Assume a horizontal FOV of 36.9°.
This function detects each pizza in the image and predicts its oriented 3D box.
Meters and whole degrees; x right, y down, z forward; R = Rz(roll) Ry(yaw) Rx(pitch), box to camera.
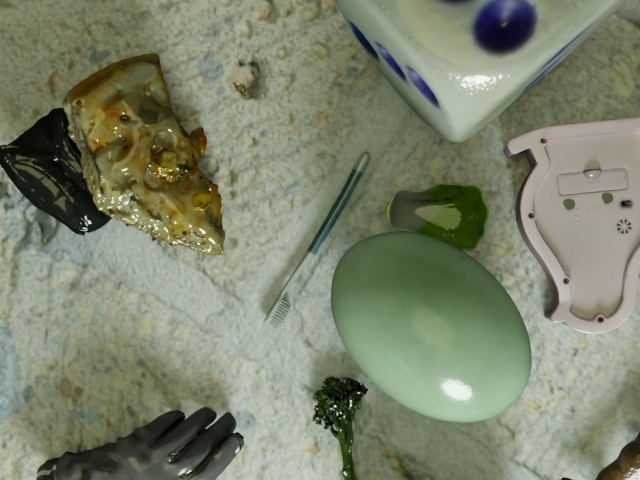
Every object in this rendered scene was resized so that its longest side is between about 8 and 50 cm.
[{"bbox_3d":[-0.223,-0.101,1.283,0.189,0.071,0.297,-26,95,-39],"label":"pizza"}]

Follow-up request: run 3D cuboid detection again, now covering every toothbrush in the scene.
[{"bbox_3d":[0.000,0.000,1.319,0.025,0.019,0.275,30,90,-1],"label":"toothbrush"}]

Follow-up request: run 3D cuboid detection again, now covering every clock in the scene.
[{"bbox_3d":[0.406,-0.026,1.263,0.290,0.080,0.275,-9,88,5],"label":"clock"}]

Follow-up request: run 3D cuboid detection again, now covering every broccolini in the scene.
[{"bbox_3d":[0.035,0.309,1.290,0.071,0.058,0.254,-12,82,46],"label":"broccolini"}]

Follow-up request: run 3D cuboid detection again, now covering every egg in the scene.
[{"bbox_3d":[0.138,0.107,1.214,0.283,0.203,0.203,39,91,10],"label":"egg"}]

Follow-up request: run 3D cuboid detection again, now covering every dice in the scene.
[{"bbox_3d":[0.199,-0.318,1.176,0.304,0.304,0.277,-39,85,1],"label":"dice"}]

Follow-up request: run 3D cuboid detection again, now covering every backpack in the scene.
[{"bbox_3d":[-0.348,-0.085,1.305,0.120,0.106,0.165,-40,103,-20],"label":"backpack"}]

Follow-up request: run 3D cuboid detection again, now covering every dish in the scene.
[{"bbox_3d":[0.157,-0.035,1.301,0.137,0.039,0.091,8,93,5],"label":"dish"}]

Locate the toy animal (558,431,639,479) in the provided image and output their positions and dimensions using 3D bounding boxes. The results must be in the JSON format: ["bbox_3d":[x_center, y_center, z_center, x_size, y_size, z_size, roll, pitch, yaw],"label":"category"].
[{"bbox_3d":[0.430,0.305,1.238,0.244,0.087,0.260,12,92,4],"label":"toy animal"}]

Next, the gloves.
[{"bbox_3d":[-0.238,0.309,1.291,0.286,0.119,0.142,-21,118,0],"label":"gloves"}]
